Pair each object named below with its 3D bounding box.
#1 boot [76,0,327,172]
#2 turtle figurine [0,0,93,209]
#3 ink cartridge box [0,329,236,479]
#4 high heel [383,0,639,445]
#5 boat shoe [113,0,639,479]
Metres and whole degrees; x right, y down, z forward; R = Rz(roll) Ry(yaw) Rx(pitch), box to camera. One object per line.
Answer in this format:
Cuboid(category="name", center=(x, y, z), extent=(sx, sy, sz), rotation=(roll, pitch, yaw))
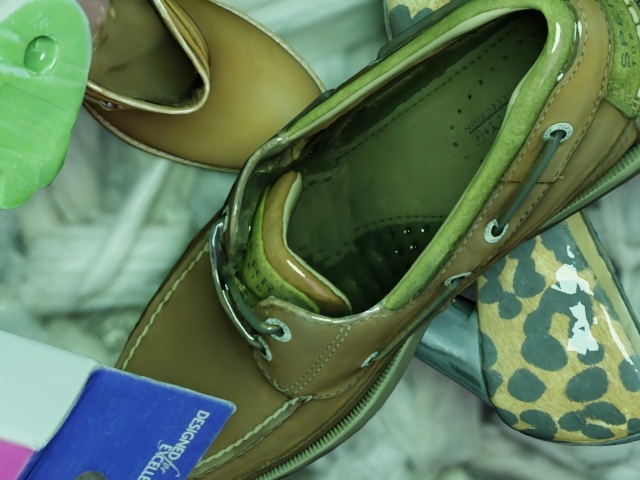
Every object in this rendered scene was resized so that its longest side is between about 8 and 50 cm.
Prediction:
Cuboid(category="boot", center=(-0.061, -0.068, 0.649), extent=(0.197, 0.152, 0.073), rotation=(24, 93, -23))
Cuboid(category="turtle figurine", center=(-0.224, -0.064, 0.536), extent=(0.275, 0.266, 0.197), rotation=(-42, 137, -26))
Cuboid(category="ink cartridge box", center=(-0.226, 0.083, 0.580), extent=(0.371, 0.069, 0.175), rotation=(19, 122, -28))
Cuboid(category="high heel", center=(0.108, -0.054, 0.694), extent=(0.093, 0.186, 0.261), rotation=(2, 112, -56))
Cuboid(category="boat shoe", center=(0.000, 0.000, 0.651), extent=(0.307, 0.110, 0.104), rotation=(-45, 159, 26))
